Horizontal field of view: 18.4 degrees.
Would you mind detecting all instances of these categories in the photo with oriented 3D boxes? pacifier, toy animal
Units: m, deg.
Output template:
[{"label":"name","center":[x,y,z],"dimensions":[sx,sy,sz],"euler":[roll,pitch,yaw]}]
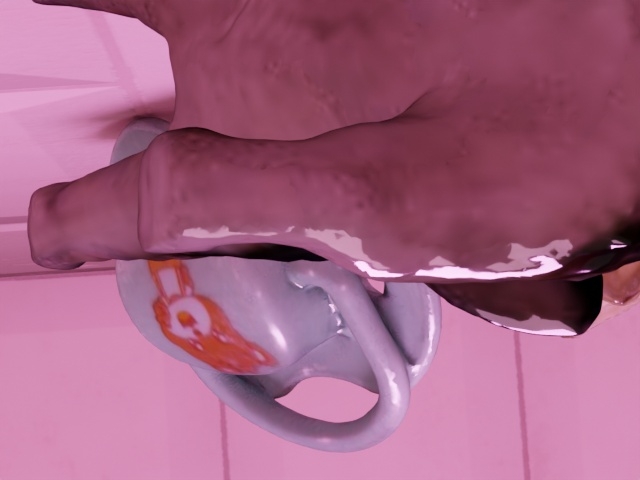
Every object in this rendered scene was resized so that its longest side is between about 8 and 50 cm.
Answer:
[{"label":"pacifier","center":[0.000,0.000,1.472],"dimensions":[0.269,0.288,0.343],"euler":[-33,-163,-33]},{"label":"toy animal","center":[0.054,-0.059,0.778],"dimensions":[0.303,0.194,0.344],"euler":[3,179,-18]}]

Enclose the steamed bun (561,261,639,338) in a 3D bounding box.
[{"label":"steamed bun","center":[0.262,-0.045,1.418],"dimensions":[0.295,0.137,0.292],"euler":[-18,168,-41]}]
